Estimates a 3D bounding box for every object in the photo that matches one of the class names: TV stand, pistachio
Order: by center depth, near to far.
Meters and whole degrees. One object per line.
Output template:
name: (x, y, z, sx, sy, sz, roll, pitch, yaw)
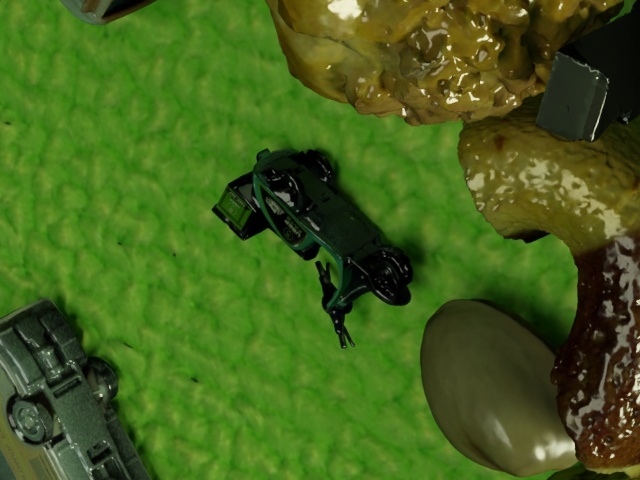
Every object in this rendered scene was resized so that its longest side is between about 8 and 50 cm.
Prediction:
TV stand: (0.202, -0.117, 1.069, 0.040, 0.256, 0.049, 27, 121, 23)
pistachio: (0.132, 0.109, 1.308, 0.113, 0.113, 0.149, -41, 76, 38)

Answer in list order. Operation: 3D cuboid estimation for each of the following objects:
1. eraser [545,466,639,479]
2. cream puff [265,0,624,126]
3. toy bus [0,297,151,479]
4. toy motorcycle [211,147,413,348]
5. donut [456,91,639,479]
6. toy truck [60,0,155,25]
eraser: (0.271, 0.233, 1.285, 0.226, 0.069, 0.158, -16, 101, 38)
cream puff: (0.086, -0.232, 1.061, 0.231, 0.343, 0.327, 1, 88, 12)
toy bus: (-0.215, 0.225, 1.607, 0.138, 0.097, 0.342, -26, 94, 46)
toy motorcycle: (0.000, 0.000, 1.388, 0.173, 0.058, 0.100, 44, 134, 14)
donut: (0.198, 0.017, 1.204, 0.151, 0.112, 0.295, -24, 87, 32)
toy truck: (-0.215, -0.278, 1.397, 0.257, 0.108, 0.140, 46, 141, 13)
